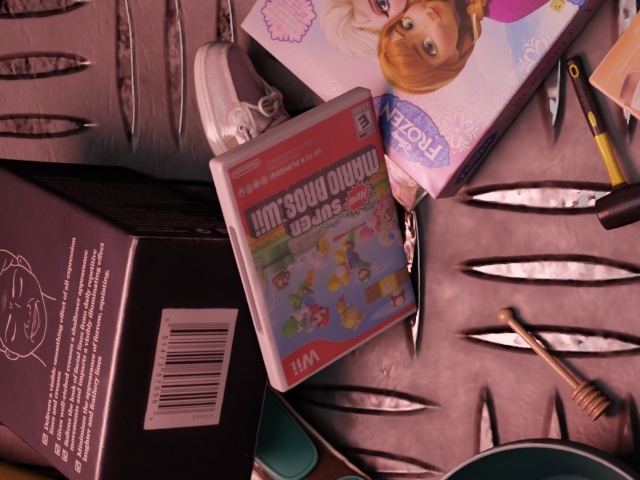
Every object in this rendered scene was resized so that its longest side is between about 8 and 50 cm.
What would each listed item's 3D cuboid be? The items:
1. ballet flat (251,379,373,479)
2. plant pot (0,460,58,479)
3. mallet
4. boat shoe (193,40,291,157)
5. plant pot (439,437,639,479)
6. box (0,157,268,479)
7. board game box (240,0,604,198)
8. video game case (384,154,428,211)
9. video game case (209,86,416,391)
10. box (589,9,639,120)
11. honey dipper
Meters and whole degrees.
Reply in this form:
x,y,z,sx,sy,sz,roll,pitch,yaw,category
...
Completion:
x,y,z,sx,sy,sz,roll,pitch,yaw,category
-0.013,0.317,1.622,0.400,0.139,0.139,47,117,23,ballet flat
-0.428,0.445,1.770,0.353,0.366,0.366,0,98,17,plant pot
0.292,-0.102,1.437,0.062,0.039,0.190,-31,78,26,mallet
-0.049,-0.094,1.586,0.103,0.118,0.320,-23,90,24,boat shoe
0.249,0.335,1.420,0.290,0.195,0.290,2,95,18,plant pot
-0.247,0.088,1.582,0.395,0.212,0.293,23,107,49,box
0.115,-0.266,1.483,0.318,0.066,0.318,42,112,18,board game box
0.113,-0.105,1.548,0.087,0.011,0.122,49,117,15,video game case
0.000,0.000,1.471,0.025,0.204,0.285,24,135,49,video game case
0.381,-0.162,1.342,0.170,0.091,0.130,40,114,19,box
0.254,0.134,1.496,0.160,0.030,0.030,44,116,19,honey dipper
